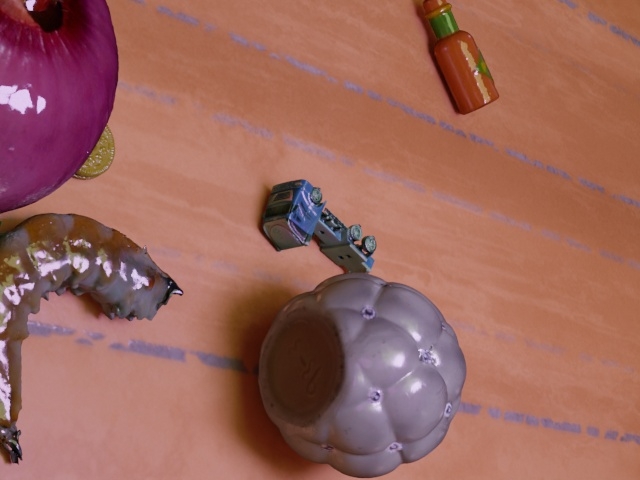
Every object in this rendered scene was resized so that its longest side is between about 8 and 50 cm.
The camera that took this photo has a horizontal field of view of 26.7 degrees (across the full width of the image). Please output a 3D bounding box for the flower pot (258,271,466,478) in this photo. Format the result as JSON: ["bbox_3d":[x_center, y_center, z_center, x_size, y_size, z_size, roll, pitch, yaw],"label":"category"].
[{"bbox_3d":[0.046,0.159,1.601,0.195,0.246,0.246,12,67,-43],"label":"flower pot"}]

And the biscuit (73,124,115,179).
[{"bbox_3d":[-0.268,-0.110,1.517,0.084,0.023,0.084,19,62,-42],"label":"biscuit"}]

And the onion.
[{"bbox_3d":[-0.328,-0.202,1.286,0.358,0.345,0.358,-13,90,-85],"label":"onion"}]

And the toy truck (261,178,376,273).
[{"bbox_3d":[0.000,0.000,1.744,0.175,0.067,0.081,43,54,-33],"label":"toy truck"}]

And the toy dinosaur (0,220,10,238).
[{"bbox_3d":[-0.349,0.002,1.391,0.083,0.021,0.062,-23,106,-50],"label":"toy dinosaur"}]

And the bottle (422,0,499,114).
[{"bbox_3d":[0.209,-0.289,2.073,0.069,0.069,0.187,-34,101,-48],"label":"bottle"}]

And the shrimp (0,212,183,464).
[{"bbox_3d":[-0.277,0.069,1.406,0.185,0.068,0.287,56,44,-20],"label":"shrimp"}]
